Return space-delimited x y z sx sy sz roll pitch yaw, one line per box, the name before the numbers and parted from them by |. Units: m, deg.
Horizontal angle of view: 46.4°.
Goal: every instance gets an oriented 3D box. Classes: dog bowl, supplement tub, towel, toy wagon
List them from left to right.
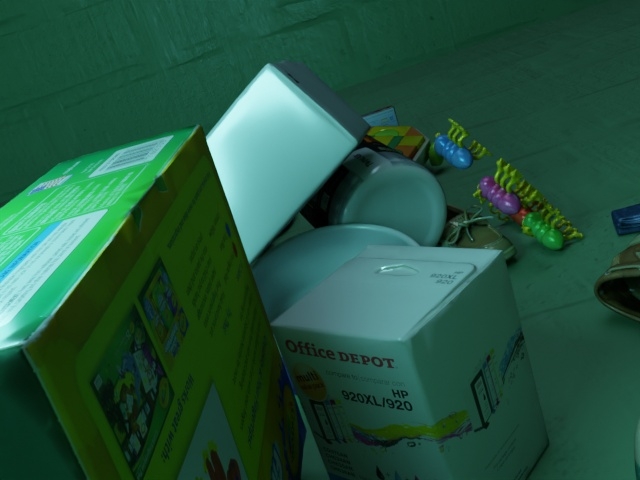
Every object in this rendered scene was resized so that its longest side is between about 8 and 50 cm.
dog bowl | 0.027 0.091 1.035 0.265 0.104 0.265 -9 34 6
supplement tub | 0.065 -0.081 1.288 0.194 0.193 0.316 -23 27 -12
toy wagon | 0.114 -0.157 1.691 0.267 0.068 0.344 5 36 29
towel | 0.513 -0.042 1.151 0.119 0.029 0.067 -14 19 15

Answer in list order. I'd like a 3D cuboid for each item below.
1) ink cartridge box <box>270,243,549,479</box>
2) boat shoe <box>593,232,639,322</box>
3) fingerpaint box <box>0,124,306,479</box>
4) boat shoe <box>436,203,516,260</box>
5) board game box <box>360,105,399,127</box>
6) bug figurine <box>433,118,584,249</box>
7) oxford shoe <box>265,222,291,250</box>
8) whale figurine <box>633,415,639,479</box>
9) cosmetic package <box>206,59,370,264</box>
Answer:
ink cartridge box | 0.093 0.142 0.739 0.171 0.232 0.168 0 27 44
boat shoe | 0.435 0.070 0.816 0.120 0.122 0.324 -30 14 -15
fingerpaint box | -0.143 0.148 0.584 0.163 0.371 0.445 -15 21 6
boat shoe | 0.214 -0.017 1.265 0.105 0.089 0.285 -26 21 -21
board game box | 0.069 -0.223 1.865 0.281 0.145 0.027 -19 17 -1
bug figurine | 0.294 -0.075 1.197 0.072 0.279 0.216 -49 34 10
oxford shoe | -0.134 -0.041 1.664 0.096 0.082 0.227 -12 19 32
whale figurine | 0.362 0.184 0.585 0.216 0.141 0.272 1 3 43
cosmetic package | -0.139 -0.044 1.113 0.453 0.161 0.230 -47 3 16
